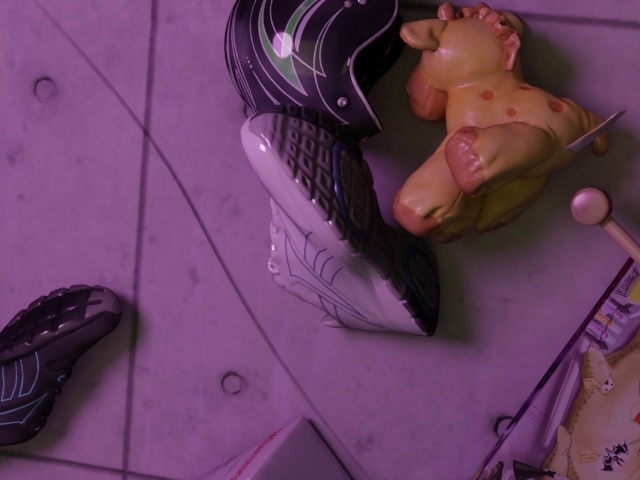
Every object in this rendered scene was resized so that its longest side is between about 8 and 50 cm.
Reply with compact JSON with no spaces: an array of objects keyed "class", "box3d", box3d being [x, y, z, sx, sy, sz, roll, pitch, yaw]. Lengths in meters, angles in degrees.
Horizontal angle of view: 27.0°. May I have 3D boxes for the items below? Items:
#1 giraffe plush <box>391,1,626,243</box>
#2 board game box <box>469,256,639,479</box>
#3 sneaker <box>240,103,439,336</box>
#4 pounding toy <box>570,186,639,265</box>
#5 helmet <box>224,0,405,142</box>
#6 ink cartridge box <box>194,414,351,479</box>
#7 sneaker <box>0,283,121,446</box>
[{"class":"giraffe plush","box3d":[0.137,-0.119,1.170,0.210,0.181,0.170,-35,72,20]},{"class":"board game box","box3d":[0.266,0.190,1.133,0.208,0.056,0.347,38,69,3]},{"class":"sneaker","box3d":[0.000,0.000,1.178,0.129,0.111,0.297,-11,136,25]},{"class":"pounding toy","box3d":[0.324,-0.035,1.157,0.206,0.094,0.181,1,97,14]},{"class":"helmet","box3d":[-0.004,-0.167,1.190,0.169,0.169,0.161,27,88,9]},{"class":"ink cartridge box","box3d":[-0.116,0.303,1.262,0.283,0.207,0.117,-33,91,16]},{"class":"sneaker","box3d":[-0.302,0.137,1.359,0.267,0.101,0.106,-30,112,16]}]
